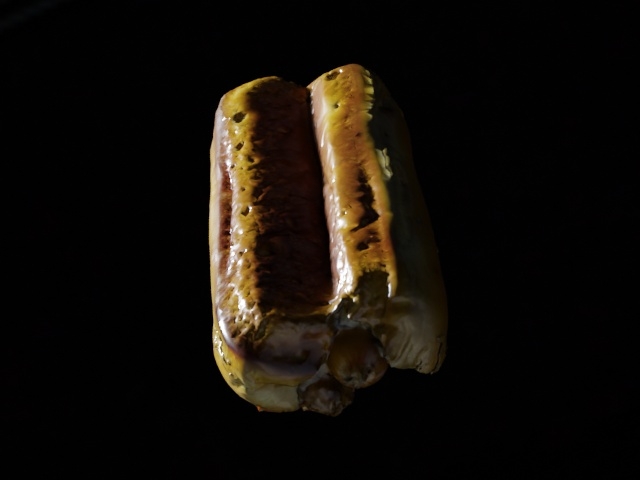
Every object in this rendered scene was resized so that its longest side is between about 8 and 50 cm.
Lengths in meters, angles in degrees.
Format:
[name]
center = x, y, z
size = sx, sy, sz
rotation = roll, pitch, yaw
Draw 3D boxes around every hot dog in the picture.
[hot dog]
center = 0.000, 0.000, 1.352
size = 0.158, 0.349, 0.117
rotation = -12, -54, 2
